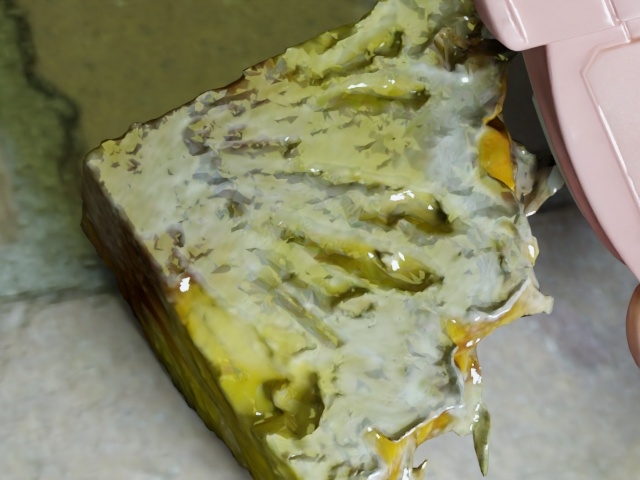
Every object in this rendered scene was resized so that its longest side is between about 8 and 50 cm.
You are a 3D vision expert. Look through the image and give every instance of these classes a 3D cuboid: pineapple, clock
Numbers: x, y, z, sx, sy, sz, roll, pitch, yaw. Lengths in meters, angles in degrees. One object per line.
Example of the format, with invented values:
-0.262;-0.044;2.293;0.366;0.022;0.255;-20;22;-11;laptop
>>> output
0.000;0.000;0.724;0.186;0.114;0.236;18;62;-2;pineapple
0.163;-0.099;0.746;0.142;0.227;0.241;-16;33;20;clock
